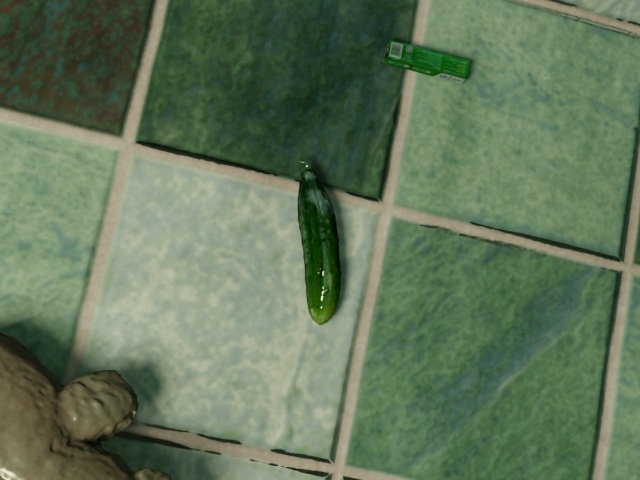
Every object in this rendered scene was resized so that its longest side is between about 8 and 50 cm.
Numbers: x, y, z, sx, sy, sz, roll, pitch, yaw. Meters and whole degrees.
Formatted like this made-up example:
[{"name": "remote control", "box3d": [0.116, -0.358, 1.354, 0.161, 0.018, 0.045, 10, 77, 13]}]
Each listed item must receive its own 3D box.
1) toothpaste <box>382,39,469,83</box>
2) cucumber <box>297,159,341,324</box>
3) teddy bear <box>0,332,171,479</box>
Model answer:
[{"name": "toothpaste", "box3d": [0.103, -0.174, 1.141, 0.083, 0.017, 0.020, 14, 74, -10]}, {"name": "cucumber", "box3d": [0.000, 0.000, 1.076, 0.037, 0.037, 0.155, -4, 81, -13]}, {"name": "teddy bear", "box3d": [-0.243, 0.192, 0.927, 0.267, 0.151, 0.236, 46, 76, 0]}]
